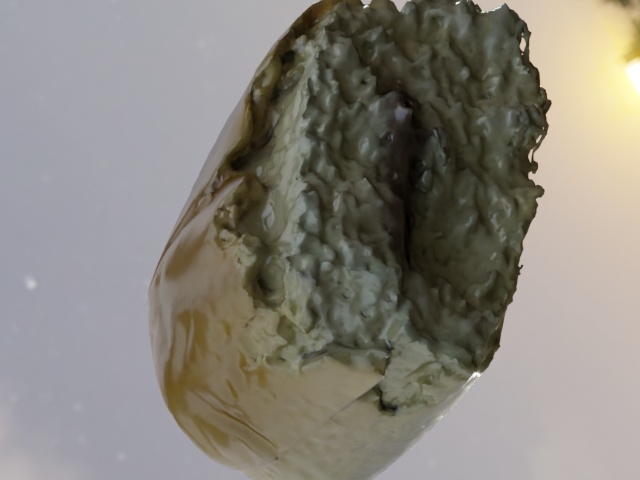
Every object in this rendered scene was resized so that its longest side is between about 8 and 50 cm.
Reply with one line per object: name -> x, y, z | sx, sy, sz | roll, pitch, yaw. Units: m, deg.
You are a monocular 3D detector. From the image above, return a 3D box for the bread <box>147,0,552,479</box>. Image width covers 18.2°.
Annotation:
bread -> 0.001, -0.001, 0.523 | 0.082, 0.106, 0.125 | 26, -131, -21
